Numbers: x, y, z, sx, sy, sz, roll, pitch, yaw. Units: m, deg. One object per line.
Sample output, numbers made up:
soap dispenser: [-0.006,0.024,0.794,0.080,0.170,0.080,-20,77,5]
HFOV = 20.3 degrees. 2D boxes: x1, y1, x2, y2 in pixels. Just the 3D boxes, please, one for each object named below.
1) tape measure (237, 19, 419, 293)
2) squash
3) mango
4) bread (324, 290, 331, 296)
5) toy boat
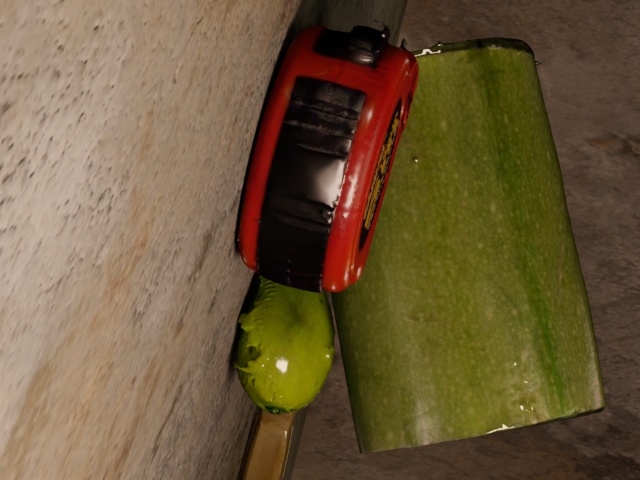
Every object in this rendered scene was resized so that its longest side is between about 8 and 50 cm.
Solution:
tape measure: [0.006,-0.081,1.606,0.260,0.114,0.253,11,94,-83]
squash: [0.130,0.011,1.824,0.263,0.263,0.385,80,0,-82]
mango: [-0.034,0.092,1.816,0.119,0.100,0.178,93,0,-53]
bread: [0.000,0.000,2.075,0.139,0.060,0.178,-45,-162,36]
toy boat: [-0.078,0.308,2.370,0.077,0.057,0.201,-108,-148,-84]
